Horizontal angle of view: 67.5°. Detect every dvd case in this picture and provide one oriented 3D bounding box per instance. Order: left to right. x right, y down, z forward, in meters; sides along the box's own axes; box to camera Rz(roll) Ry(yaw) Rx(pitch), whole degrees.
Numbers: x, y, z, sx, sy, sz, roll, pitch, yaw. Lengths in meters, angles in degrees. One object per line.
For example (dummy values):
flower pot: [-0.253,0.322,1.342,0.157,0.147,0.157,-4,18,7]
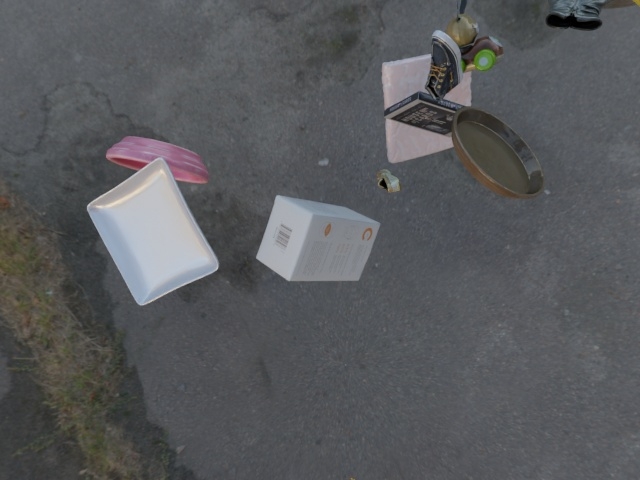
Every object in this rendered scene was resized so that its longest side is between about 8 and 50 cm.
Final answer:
dvd case: [0.325,-0.351,1.350,0.238,0.179,0.030,9,85,-22]

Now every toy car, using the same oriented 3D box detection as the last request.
toy car: [0.390,-0.541,1.253,0.149,0.155,0.188,-5,114,32]

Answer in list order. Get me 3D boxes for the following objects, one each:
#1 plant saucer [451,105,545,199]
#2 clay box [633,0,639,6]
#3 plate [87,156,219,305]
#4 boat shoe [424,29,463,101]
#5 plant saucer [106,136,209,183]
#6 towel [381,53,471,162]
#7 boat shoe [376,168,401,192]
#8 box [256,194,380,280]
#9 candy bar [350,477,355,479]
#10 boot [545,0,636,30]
plant saucer: [0.417,-0.205,1.141,0.278,0.041,0.278,17,50,-22]
clay box: [0.512,-0.441,0.728,0.127,0.053,0.222,-31,59,13]
plate: [-0.386,-0.015,1.116,0.277,0.045,0.278,-25,95,26]
boat shoe: [0.277,-0.394,1.103,0.065,0.183,0.083,42,94,31]
plant saucer: [-0.533,-0.270,1.603,0.332,0.332,0.084,12,88,6]
towel: [0.358,-0.451,1.601,0.317,0.332,0.053,-17,30,-12]
boat shoe: [0.191,-0.175,1.410,0.045,0.135,0.050,-20,114,-9]
box: [0.000,0.000,1.532,0.168,0.345,0.215,30,106,39]
candy bar: [-0.005,0.395,0.737,0.161,0.040,0.018,3,91,-30]
boot: [0.701,-0.590,1.220,0.246,0.083,0.161,6,60,13]
